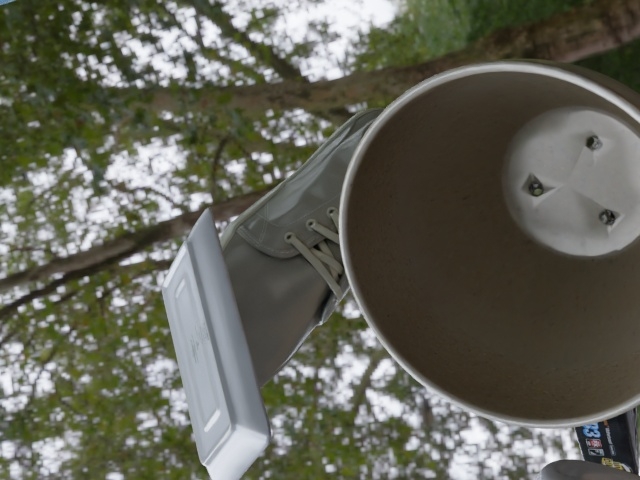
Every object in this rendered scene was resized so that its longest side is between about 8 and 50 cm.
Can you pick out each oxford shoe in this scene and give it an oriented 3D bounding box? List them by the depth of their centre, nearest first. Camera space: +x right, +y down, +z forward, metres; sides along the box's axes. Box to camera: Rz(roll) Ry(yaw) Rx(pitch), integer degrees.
[{"bbox_3d":[0.000,0.000,1.162,0.449,0.130,0.169,-50,-62,-23],"label":"oxford shoe"}]

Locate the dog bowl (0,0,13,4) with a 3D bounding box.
[{"bbox_3d":[-0.157,-0.250,0.483,0.166,0.297,0.074,34,-169,-20],"label":"dog bowl"}]

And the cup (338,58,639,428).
[{"bbox_3d":[0.217,-0.024,0.915,0.237,0.331,0.331,-33,-70,-55],"label":"cup"}]

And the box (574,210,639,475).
[{"bbox_3d":[0.346,0.100,1.179,0.293,0.073,0.295,64,-149,-42],"label":"box"}]

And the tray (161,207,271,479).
[{"bbox_3d":[-0.119,0.113,1.001,0.030,0.145,0.270,0,-125,-29],"label":"tray"}]

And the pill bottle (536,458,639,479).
[{"bbox_3d":[0.194,0.315,0.709,0.152,0.152,0.272,0,-72,-66],"label":"pill bottle"}]
